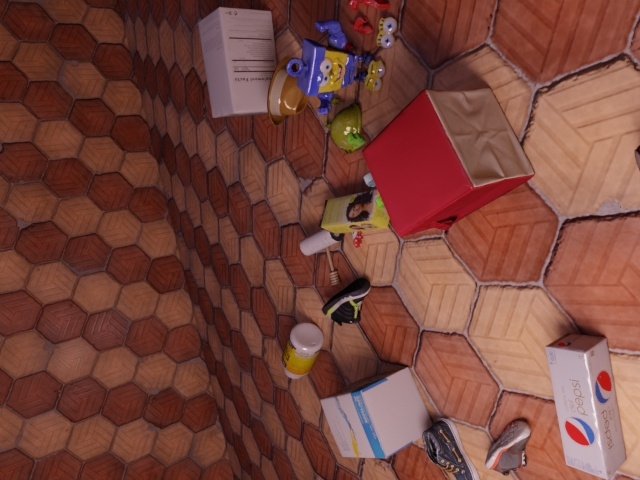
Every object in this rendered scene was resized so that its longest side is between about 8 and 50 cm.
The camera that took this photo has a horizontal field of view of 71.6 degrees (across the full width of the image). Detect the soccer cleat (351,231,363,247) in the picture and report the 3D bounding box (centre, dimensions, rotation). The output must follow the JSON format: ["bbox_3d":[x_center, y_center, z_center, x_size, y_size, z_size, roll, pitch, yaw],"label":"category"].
[{"bbox_3d":[0.097,-0.022,1.206,0.035,0.029,0.084,-161,65,-63],"label":"soccer cleat"}]

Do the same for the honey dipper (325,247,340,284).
[{"bbox_3d":[0.026,0.054,1.342,0.030,0.030,0.161,-24,81,57],"label":"honey dipper"}]

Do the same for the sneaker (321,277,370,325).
[{"bbox_3d":[0.093,0.184,1.270,0.097,0.084,0.234,47,146,0],"label":"sneaker"}]

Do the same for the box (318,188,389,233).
[{"bbox_3d":[0.086,-0.071,1.145,0.232,0.058,0.088,-7,65,58],"label":"box"}]

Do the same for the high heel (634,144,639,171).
[{"bbox_3d":[0.544,-0.011,0.487,0.181,0.127,0.377,-40,61,24],"label":"high heel"}]

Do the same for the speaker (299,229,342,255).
[{"bbox_3d":[0.000,0.000,1.306,0.136,0.055,0.055,-27,79,43],"label":"speaker"}]

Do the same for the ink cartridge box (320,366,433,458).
[{"bbox_3d":[0.142,0.463,1.190,0.232,0.171,0.168,-42,67,54],"label":"ink cartridge box"}]

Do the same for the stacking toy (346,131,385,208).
[{"bbox_3d":[0.129,-0.129,0.959,0.052,0.221,0.167,-31,73,22],"label":"stacking toy"}]

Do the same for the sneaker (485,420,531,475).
[{"bbox_3d":[0.398,0.428,0.908,0.064,0.061,0.158,29,131,15],"label":"sneaker"}]

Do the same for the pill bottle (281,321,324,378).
[{"bbox_3d":[-0.068,0.387,1.534,0.117,0.117,0.215,52,141,32],"label":"pill bottle"}]

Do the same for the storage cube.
[{"bbox_3d":[0.227,-0.141,0.812,0.193,0.183,0.215,-40,68,54],"label":"storage cube"}]

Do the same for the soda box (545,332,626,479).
[{"bbox_3d":[0.443,0.271,0.741,0.069,0.073,0.216,-4,99,57],"label":"soda box"}]

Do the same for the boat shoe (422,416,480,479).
[{"bbox_3d":[0.303,0.522,1.047,0.065,0.083,0.184,-43,66,55],"label":"boat shoe"}]

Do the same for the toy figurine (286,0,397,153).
[{"bbox_3d":[0.002,-0.382,1.032,0.191,0.217,0.363,48,138,36],"label":"toy figurine"}]

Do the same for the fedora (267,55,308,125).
[{"bbox_3d":[-0.080,-0.408,1.235,0.079,0.194,0.195,17,123,13],"label":"fedora"}]

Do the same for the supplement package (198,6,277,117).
[{"bbox_3d":[-0.250,-0.545,1.393,0.177,0.175,0.293,14,113,53],"label":"supplement package"}]
